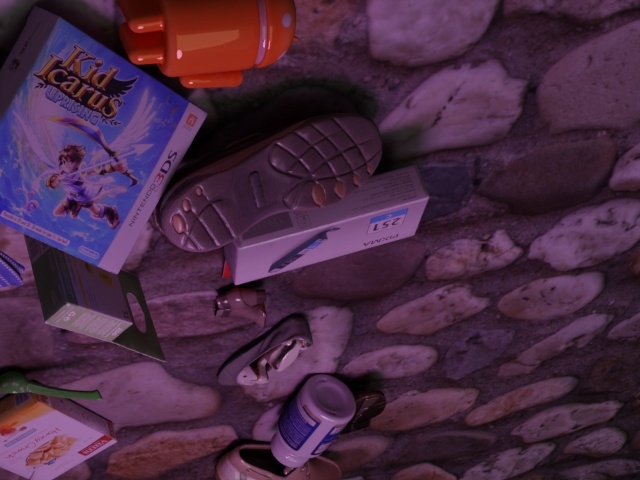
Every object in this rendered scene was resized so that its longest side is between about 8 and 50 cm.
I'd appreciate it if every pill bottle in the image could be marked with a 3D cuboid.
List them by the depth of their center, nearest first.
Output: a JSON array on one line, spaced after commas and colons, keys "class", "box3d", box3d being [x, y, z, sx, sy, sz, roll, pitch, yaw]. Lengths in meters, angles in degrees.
[{"class": "pill bottle", "box3d": [-0.021, 0.355, 2.251, 0.112, 0.112, 0.186, 5, 137, -34]}]

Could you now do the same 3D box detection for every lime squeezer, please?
[{"class": "lime squeezer", "box3d": [-0.517, 0.278, 1.875, 0.310, 0.059, 0.110, -28, 108, -4]}]

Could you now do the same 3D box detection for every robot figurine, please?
[{"class": "robot figurine", "box3d": [-0.123, -0.261, 1.363, 0.220, 0.158, 0.128, -9, -175, -19]}]

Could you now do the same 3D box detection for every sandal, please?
[{"class": "sandal", "box3d": [0.074, 0.335, 2.334, 0.090, 0.060, 0.219, -11, 158, -10]}]

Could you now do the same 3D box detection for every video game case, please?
[{"class": "video game case", "box3d": [-0.295, -0.113, 1.420, 0.269, 0.061, 0.244, 30, 88, -50]}]

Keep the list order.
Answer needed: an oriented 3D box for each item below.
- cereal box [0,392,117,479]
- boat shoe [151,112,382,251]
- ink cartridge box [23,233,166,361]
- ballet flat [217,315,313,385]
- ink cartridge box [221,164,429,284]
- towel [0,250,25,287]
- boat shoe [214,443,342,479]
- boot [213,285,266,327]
[{"class": "cereal box", "box3d": [-0.489, 0.339, 2.015, 0.173, 0.047, 0.240, -31, 145, 10]}, {"class": "boat shoe", "box3d": [-0.080, -0.101, 1.605, 0.355, 0.130, 0.132, -21, 118, -27]}, {"class": "ink cartridge box", "box3d": [-0.306, 0.068, 1.655, 0.056, 0.171, 0.235, -39, 143, 21]}, {"class": "ballet flat", "box3d": [-0.100, 0.215, 2.058, 0.213, 0.068, 0.072, -39, 142, 22]}, {"class": "ink cartridge box", "box3d": [0.000, 0.000, 1.778, 0.296, 0.066, 0.261, -15, 159, -12]}, {"class": "towel", "box3d": [-0.558, 0.016, 1.393, 0.336, 0.040, 0.243, -10, 151, 11]}, {"class": "boat shoe", "box3d": [-0.067, 0.468, 2.383, 0.302, 0.109, 0.098, 13, 133, -33]}, {"class": "boot", "box3d": [-0.134, 0.115, 1.937, 0.087, 0.042, 0.118, -9, 142, -9]}]
